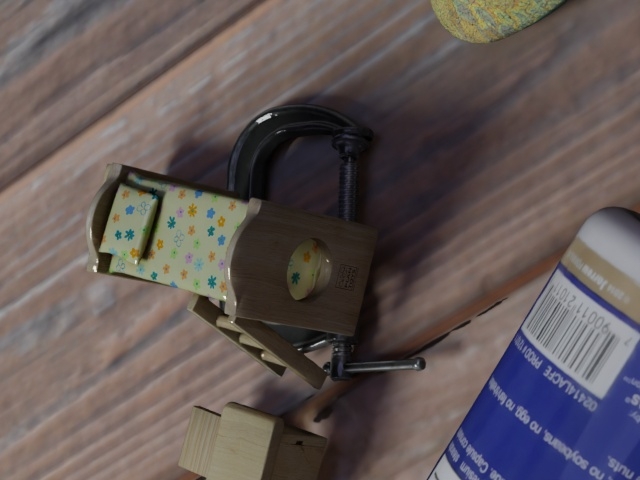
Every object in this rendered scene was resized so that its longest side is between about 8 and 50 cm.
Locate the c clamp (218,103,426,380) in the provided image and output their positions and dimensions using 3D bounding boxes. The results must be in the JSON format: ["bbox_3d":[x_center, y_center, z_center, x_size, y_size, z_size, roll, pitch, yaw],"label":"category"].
[{"bbox_3d":[0.000,0.000,1.017,0.137,0.022,0.160,-13,72,38],"label":"c clamp"}]

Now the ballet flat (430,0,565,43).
[{"bbox_3d":[0.149,-0.248,0.913,0.348,0.123,0.123,-48,56,17],"label":"ballet flat"}]

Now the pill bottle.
[{"bbox_3d":[0.114,0.132,0.815,0.153,0.153,0.264,37,101,36],"label":"pill bottle"}]

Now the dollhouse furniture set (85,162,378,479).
[{"bbox_3d":[-0.086,0.047,0.998,0.182,0.101,0.161,14,90,41],"label":"dollhouse furniture set"}]
